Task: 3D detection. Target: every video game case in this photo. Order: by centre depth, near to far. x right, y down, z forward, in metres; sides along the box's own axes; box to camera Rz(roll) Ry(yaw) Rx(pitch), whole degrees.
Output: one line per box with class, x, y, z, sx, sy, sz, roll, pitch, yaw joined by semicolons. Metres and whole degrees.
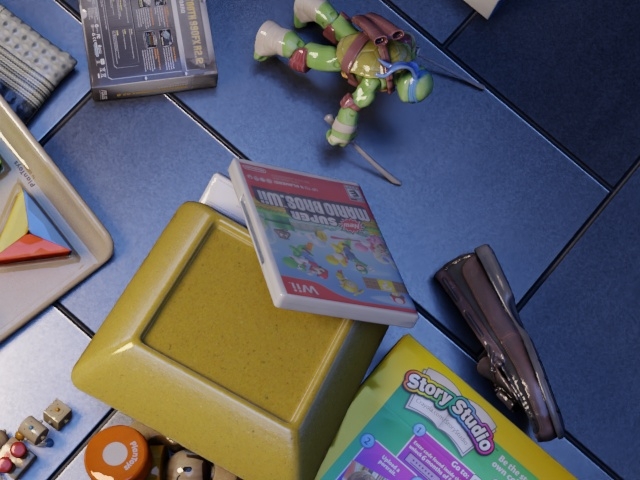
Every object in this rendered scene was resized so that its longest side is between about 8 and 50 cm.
video game case;0.000;0.000;1.803;0.204;0.025;0.285;10;36;-27

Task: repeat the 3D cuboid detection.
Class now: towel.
towel;-0.564;-0.235;1.904;0.324;0.056;0.312;38;77;1

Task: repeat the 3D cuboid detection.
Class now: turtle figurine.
turtle figurine;0.052;-0.231;1.948;0.266;0.274;0.198;34;96;23

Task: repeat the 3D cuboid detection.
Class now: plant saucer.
plant saucer;-0.096;0.118;1.735;0.332;0.081;0.333;29;54;0

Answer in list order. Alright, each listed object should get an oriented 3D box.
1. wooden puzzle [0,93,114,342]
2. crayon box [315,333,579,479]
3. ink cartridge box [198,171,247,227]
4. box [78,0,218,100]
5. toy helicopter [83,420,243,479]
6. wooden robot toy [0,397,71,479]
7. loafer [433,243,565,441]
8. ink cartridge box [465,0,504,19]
wooden puzzle;-0.501;-0.010;1.805;0.348;0.080;0.322;-39;93;-14
crayon box;0.148;0.360;1.803;0.363;0.106;0.313;41;73;5
ink cartridge box;-0.122;0.043;1.891;0.181;0.056;0.225;29;93;1
box;-0.255;-0.327;1.955;0.183;0.056;0.231;-9;77;-10
toy helicopter;-0.126;0.239;1.766;0.235;0.140;0.355;23;63;19
wooden robot toy;-0.412;0.267;1.778;0.079;0.076;0.173;36;74;14
loafer;0.245;0.150;1.863;0.095;0.109;0.302;-21;61;5
ink cartridge box;0.306;-0.455;2.019;0.078;0.134;0.231;40;74;5
